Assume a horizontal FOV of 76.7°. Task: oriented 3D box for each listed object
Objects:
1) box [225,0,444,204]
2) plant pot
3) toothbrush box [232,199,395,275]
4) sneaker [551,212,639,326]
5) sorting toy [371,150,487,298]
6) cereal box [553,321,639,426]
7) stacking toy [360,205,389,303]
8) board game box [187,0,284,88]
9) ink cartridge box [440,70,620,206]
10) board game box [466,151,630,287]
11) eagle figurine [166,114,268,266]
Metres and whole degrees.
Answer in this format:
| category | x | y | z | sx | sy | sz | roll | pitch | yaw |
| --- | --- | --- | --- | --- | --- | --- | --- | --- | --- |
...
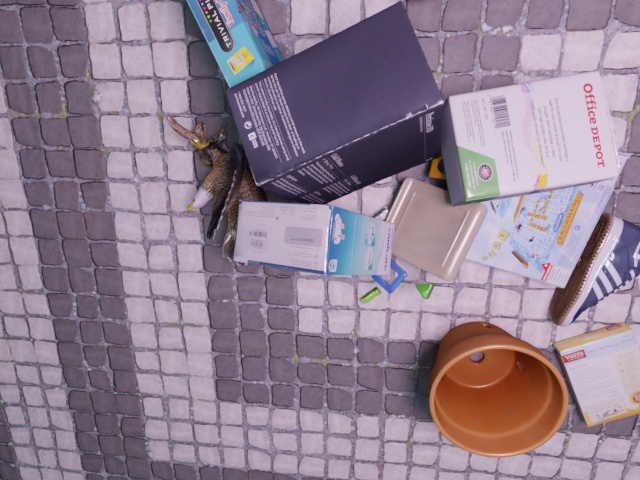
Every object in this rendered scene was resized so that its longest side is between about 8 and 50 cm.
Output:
| category | x | y | z | sx | sy | sz | roll | pitch | yaw |
| --- | --- | --- | --- | --- | --- | --- | --- | --- | --- |
| box | 0.052 | -0.215 | 0.779 | 0.313 | 0.343 | 0.178 | -20 | 83 | 13 |
| plant pot | 0.400 | 0.332 | 0.980 | 0.291 | 0.203 | 0.290 | 2 | 106 | 7 |
| toothbrush box | 0.000 | 0.000 | 0.850 | 0.217 | 0.296 | 0.126 | 6 | 90 | 30 |
| sneaker | 0.663 | 0.093 | 0.929 | 0.153 | 0.099 | 0.282 | 20 | 105 | 3 |
| sorting toy | 0.247 | -0.029 | 0.911 | 0.196 | 0.047 | 0.347 | 28 | 98 | 28 |
| cereal box | 0.718 | 0.340 | 1.021 | 0.173 | 0.047 | 0.240 | -22 | 102 | 13 |
| stacking toy | 0.140 | 0.042 | 1.009 | 0.221 | 0.052 | 0.167 | -40 | 97 | 17 |
| board game box | -0.170 | -0.439 | 0.804 | 0.079 | 0.254 | 0.335 | -24 | 101 | 14 |
| ink cartridge box | 0.390 | -0.189 | 0.789 | 0.278 | 0.117 | 0.201 | -9 | 87 | 3 |
| board game box | 0.455 | -0.086 | 0.920 | 0.318 | 0.066 | 0.318 | 17 | 107 | 3 |
| eagle figurine | -0.206 | -0.115 | 0.905 | 0.298 | 0.226 | 0.225 | 55 | 130 | 25 |
